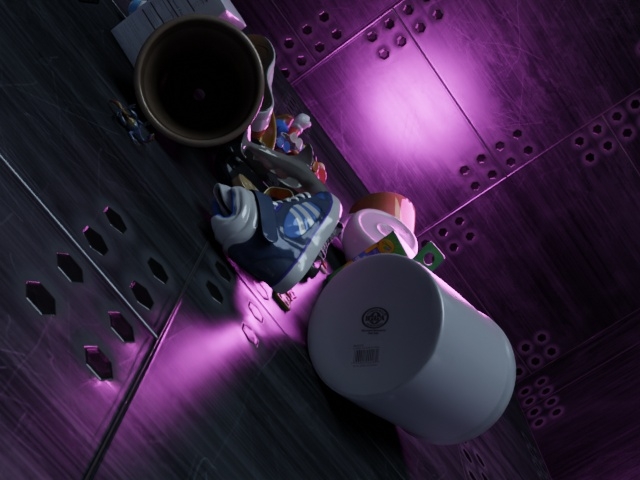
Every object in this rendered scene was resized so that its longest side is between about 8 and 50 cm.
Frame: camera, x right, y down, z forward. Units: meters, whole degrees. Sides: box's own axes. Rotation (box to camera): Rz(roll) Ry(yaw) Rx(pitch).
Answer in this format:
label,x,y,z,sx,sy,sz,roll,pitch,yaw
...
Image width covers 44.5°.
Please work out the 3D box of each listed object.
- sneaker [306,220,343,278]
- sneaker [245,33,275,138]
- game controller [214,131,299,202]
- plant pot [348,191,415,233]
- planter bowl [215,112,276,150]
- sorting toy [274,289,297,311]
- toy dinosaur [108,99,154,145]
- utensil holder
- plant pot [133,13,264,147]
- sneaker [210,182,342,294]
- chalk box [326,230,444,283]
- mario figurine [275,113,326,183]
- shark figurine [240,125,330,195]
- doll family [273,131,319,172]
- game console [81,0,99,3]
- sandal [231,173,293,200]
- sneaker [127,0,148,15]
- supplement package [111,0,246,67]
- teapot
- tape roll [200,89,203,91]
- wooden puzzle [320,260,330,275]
label,x,y,z,sx,sy,sz,roll,pitch,yaw
sneaker,0.000,0.000,1.968,0.086,0.132,0.229,50,13,-23
sneaker,-0.164,-0.361,1.837,0.123,0.106,0.290,106,-15,-52
game controller,-0.131,-0.130,1.873,0.319,0.067,0.166,47,37,-36
plant pot,0.216,0.007,2.671,0.237,0.237,0.254,46,31,-38
planter bowl,-0.212,-0.278,1.898,0.217,0.090,0.217,7,82,-50
sorting toy,-0.118,0.021,1.661,0.274,0.046,0.132,57,12,5
toy dinosaur,-0.342,-0.217,1.448,0.090,0.047,0.082,51,-11,33
utensil holder,0.198,0.234,1.665,0.385,0.327,0.327,39,20,-49
plant pot,-0.258,-0.325,1.656,0.263,0.263,0.229,53,-6,-10
sneaker,-0.099,-0.063,1.579,0.236,0.130,0.323,43,39,-13
chalk box,0.195,0.116,2.041,0.180,0.289,0.179,45,16,-41
mario figurine,-0.056,-0.243,2.315,0.198,0.170,0.320,54,7,-42
shark figurine,-0.075,-0.190,1.802,0.278,0.116,0.166,36,3,-20
doll family,-0.098,-0.206,2.116,0.263,0.163,0.118,49,46,-30
game console,-0.511,-0.581,1.695,0.071,0.107,0.122,26,15,-3
sandal,-0.099,-0.087,1.744,0.240,0.079,0.088,41,21,-51
sneaker,-0.395,-0.520,1.934,0.092,0.087,0.229,26,-11,16
supplement package,-0.314,-0.475,1.748,0.134,0.244,0.139,57,12,8
teapot,0.163,0.034,2.427,0.252,0.187,0.256,28,33,-2
tape roll,-0.254,-0.427,1.981,0.219,0.072,0.219,22,-9,4
wooden puzzle,-0.002,0.052,2.109,0.116,0.014,0.078,52,13,-19
